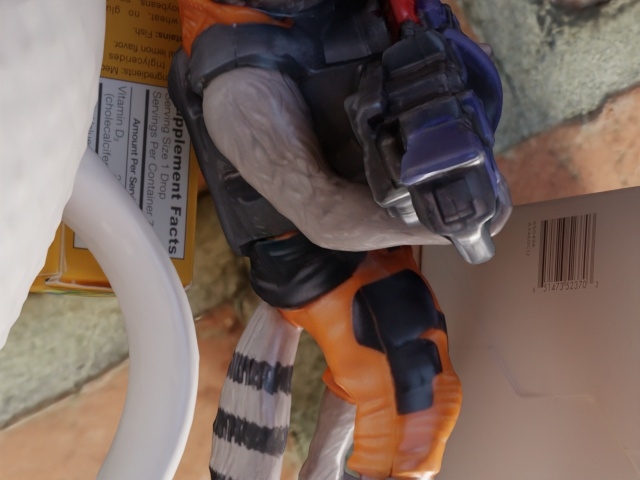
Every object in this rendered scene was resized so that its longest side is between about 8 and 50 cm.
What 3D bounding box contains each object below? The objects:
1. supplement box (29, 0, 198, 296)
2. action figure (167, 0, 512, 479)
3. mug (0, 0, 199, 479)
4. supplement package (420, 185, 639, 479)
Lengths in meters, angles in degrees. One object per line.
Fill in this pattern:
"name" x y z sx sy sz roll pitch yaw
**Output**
"supplement box" -0.105 -0.089 0.801 0.080 0.078 0.233 9 82 -33
"action figure" 0.000 0.000 0.718 0.178 0.341 0.330 -9 98 6
"mug" -0.206 0.006 0.627 0.374 0.276 0.328 44 63 -23
"supplement package" 0.176 0.083 0.840 0.145 0.262 0.204 8 82 -29
